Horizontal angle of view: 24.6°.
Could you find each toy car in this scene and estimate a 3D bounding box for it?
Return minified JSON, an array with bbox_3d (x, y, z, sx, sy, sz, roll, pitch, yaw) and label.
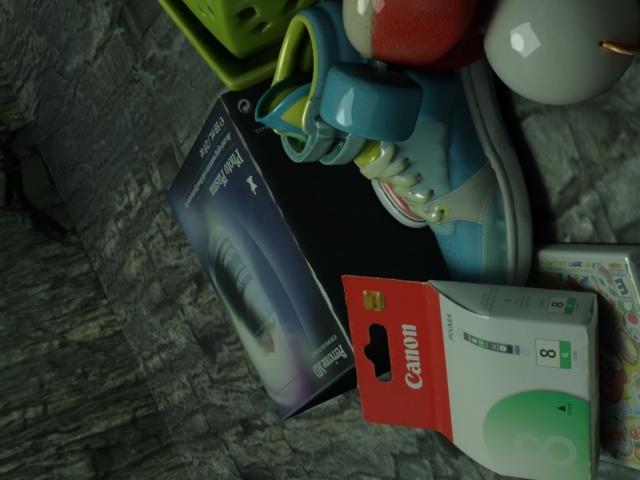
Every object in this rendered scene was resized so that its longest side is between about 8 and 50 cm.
[{"bbox_3d":[0.151,-0.166,1.069,0.238,0.210,0.219,20,107,15],"label":"toy car"}]

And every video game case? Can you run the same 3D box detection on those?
[{"bbox_3d":[0.239,0.101,1.286,0.227,0.026,0.206,1,113,66],"label":"video game case"}]

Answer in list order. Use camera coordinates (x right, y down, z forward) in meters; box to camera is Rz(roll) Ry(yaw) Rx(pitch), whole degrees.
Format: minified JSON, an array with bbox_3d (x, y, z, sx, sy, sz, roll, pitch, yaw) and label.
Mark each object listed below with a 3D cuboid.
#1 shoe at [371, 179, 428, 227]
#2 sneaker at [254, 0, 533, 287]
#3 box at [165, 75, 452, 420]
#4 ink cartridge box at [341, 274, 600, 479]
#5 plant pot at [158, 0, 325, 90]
[{"bbox_3d":[0.078,-0.104,1.375,0.081,0.063,0.178,130,127,-67],"label":"shoe"},{"bbox_3d":[0.055,-0.070,1.271,0.127,0.208,0.319,4,112,66],"label":"sneaker"},{"bbox_3d":[0.000,0.000,1.524,0.294,0.183,0.296,61,158,9],"label":"box"},{"bbox_3d":[0.129,0.121,1.281,0.225,0.056,0.181,3,126,17],"label":"ink cartridge box"},{"bbox_3d":[-0.050,-0.282,1.314,0.228,0.227,0.207,52,160,31],"label":"plant pot"}]
